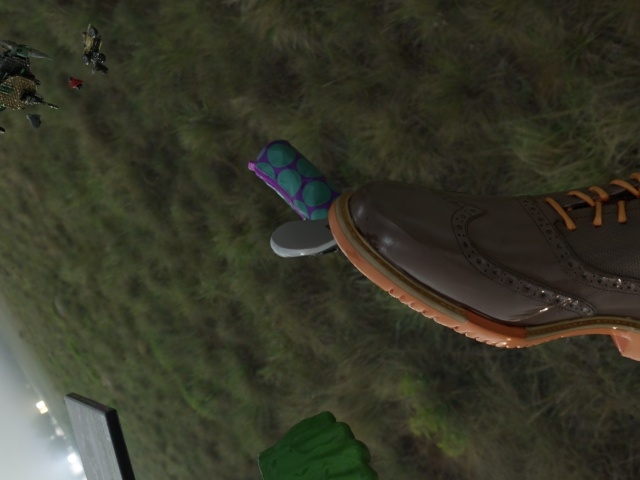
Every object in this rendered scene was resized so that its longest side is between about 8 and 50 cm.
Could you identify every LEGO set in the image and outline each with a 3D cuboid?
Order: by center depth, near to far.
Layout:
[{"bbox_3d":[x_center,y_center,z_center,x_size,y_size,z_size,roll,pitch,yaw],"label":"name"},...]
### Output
[{"bbox_3d":[-0.149,-0.084,0.344,0.023,0.083,0.054,39,132,17],"label":"LEGO set"}]

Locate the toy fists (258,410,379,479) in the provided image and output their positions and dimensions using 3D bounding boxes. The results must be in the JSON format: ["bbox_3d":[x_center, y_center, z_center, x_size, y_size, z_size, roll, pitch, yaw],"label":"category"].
[{"bbox_3d":[0.030,0.367,0.893,0.279,0.142,0.096,64,-171,32],"label":"toy fists"}]

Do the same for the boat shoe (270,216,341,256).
[{"bbox_3d":[0.000,0.000,0.796,0.049,0.142,0.040,46,134,31],"label":"boat shoe"}]

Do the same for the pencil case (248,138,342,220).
[{"bbox_3d":[-0.023,-0.064,0.887,0.151,0.070,0.064,47,151,24],"label":"pencil case"}]

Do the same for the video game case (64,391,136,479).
[{"bbox_3d":[-0.410,0.393,1.260,0.274,0.026,0.195,-7,98,56],"label":"video game case"}]

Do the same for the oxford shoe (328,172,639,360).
[{"bbox_3d":[0.182,-0.004,0.486,0.129,0.364,0.132,-107,35,-47],"label":"oxford shoe"}]
